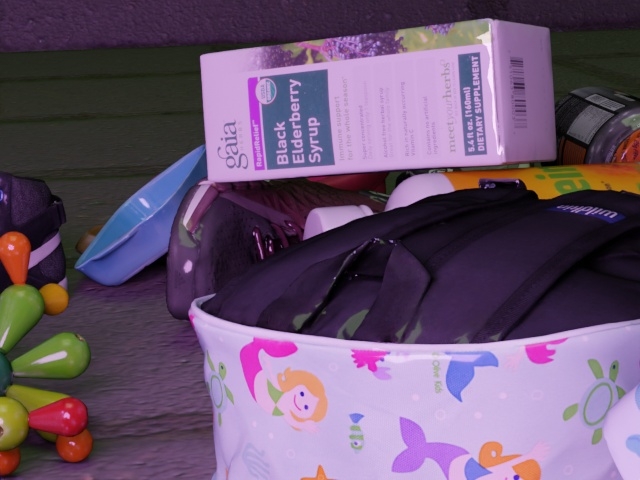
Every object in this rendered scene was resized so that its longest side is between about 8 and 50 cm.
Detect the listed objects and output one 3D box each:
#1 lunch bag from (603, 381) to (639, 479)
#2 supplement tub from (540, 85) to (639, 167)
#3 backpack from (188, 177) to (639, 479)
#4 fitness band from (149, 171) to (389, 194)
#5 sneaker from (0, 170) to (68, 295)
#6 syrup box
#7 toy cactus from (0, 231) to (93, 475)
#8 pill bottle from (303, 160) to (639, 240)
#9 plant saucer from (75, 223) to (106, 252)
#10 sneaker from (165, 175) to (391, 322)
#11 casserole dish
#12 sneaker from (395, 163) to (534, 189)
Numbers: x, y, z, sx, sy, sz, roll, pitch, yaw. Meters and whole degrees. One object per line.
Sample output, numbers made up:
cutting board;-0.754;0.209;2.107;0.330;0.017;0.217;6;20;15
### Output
lunch bag;0.204;0.110;0.460;0.176;0.090;0.219;-2;48;-50
supplement tub;0.289;-0.079;1.352;0.117;0.117;0.190;-3;15;-10
backpack;0.069;0.071;0.630;0.225;0.191;0.253;4;7;32
fitness band;-0.049;-0.053;1.395;0.209;0.054;0.291;4;14;18
sneaker;-0.279;0.006;1.041;0.079;0.121;0.217;8;17;33
syrup box;0.036;-0.093;0.985;0.237;0.093;0.096;-2;3;32
toy cactus;-0.224;0.080;0.830;0.180;0.112;0.219;-15;26;-14
pill bottle;0.117;0.021;0.929;0.246;0.136;0.136;-4;15;-11
plant saucer;-0.180;-0.003;1.283;0.083;0.015;0.083;-1;15;0
sneaker;0.000;0.000;1.093;0.162;0.106;0.281;7;16;18
casserole dish;-0.139;-0.019;1.193;0.114;0.037;0.188;-33;15;20
sneaker;0.140;-0.063;1.369;0.132;0.086;0.228;-1;15;8
